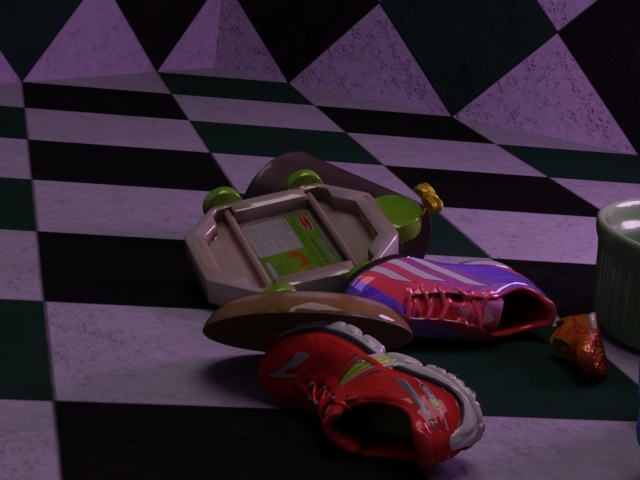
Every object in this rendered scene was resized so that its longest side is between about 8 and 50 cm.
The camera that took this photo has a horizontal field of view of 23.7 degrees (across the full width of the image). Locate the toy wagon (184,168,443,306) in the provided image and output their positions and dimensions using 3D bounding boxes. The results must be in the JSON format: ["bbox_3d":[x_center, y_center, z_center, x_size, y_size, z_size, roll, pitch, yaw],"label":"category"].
[{"bbox_3d":[0.000,0.000,2.033,0.344,0.068,0.267,-13,36,-15],"label":"toy wagon"}]

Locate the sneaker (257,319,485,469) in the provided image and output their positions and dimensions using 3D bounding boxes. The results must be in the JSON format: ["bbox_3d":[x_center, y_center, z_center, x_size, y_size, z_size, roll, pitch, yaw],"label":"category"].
[{"bbox_3d":[0.030,0.160,1.553,0.279,0.107,0.118,13,28,39],"label":"sneaker"}]

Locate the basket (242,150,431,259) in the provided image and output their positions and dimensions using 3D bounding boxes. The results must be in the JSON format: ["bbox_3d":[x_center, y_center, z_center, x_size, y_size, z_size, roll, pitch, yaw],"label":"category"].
[{"bbox_3d":[0.032,-0.026,2.214,0.227,0.154,0.204,20,21,33],"label":"basket"}]

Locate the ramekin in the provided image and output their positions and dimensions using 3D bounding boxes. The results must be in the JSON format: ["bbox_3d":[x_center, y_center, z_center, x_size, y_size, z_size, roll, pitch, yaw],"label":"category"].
[{"bbox_3d":[0.510,0.058,2.046,0.303,0.148,0.303,6,18,-2],"label":"ramekin"}]

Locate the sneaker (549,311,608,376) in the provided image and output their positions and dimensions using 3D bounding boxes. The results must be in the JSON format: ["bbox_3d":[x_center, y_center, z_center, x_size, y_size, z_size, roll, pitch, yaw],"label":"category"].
[{"bbox_3d":[0.321,0.135,1.900,0.067,0.064,0.175,-12,6,8],"label":"sneaker"}]

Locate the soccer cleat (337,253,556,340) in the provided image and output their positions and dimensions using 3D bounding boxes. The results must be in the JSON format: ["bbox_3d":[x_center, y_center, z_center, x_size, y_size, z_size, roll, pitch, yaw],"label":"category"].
[{"bbox_3d":[0.160,0.081,1.925,0.318,0.108,0.116,-1,17,-39],"label":"soccer cleat"}]

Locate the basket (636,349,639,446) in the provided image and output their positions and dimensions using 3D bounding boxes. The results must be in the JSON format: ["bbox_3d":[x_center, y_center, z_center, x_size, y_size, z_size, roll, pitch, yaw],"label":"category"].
[{"bbox_3d":[0.434,0.113,1.634,0.201,0.254,0.289,12,-3,36],"label":"basket"}]

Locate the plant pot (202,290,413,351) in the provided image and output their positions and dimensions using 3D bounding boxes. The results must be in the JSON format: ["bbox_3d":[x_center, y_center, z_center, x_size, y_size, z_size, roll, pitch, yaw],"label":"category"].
[{"bbox_3d":[-0.014,0.092,1.709,0.236,0.032,0.236,1,-14,0],"label":"plant pot"}]
